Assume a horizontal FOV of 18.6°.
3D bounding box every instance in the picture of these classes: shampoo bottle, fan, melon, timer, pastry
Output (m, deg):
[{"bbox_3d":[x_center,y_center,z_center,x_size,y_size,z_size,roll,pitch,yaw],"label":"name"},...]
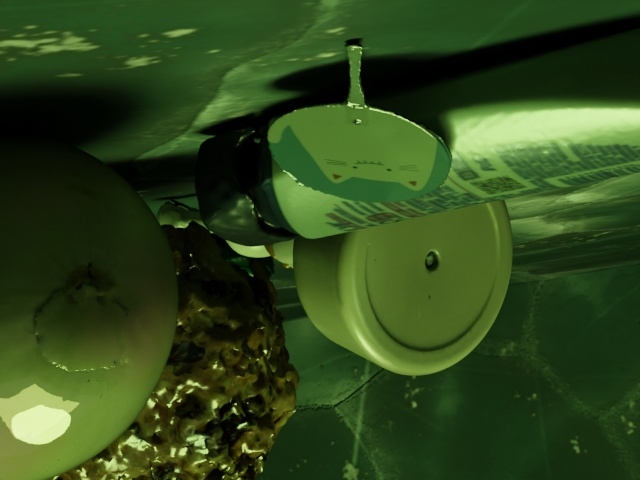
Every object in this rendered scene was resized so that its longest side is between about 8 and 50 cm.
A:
[{"bbox_3d":[0.079,-0.064,1.237,0.359,0.078,0.134,-11,163,31],"label":"shampoo bottle"},{"bbox_3d":[0.022,-0.067,1.157,0.113,0.005,0.175,6,152,6],"label":"fan"},{"bbox_3d":[-0.213,0.048,1.226,0.223,0.223,0.317,-4,172,-35],"label":"melon"},{"bbox_3d":[0.000,0.000,1.549,0.175,0.175,0.266,-3,-172,-40],"label":"timer"},{"bbox_3d":[-0.142,0.083,1.478,0.275,0.274,0.193,-8,-160,5],"label":"pastry"}]

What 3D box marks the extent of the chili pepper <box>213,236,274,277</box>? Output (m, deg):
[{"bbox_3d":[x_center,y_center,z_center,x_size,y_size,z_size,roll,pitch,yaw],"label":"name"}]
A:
[{"bbox_3d":[-0.131,0.021,1.851,0.108,0.062,0.216,-19,168,32],"label":"chili pepper"}]
